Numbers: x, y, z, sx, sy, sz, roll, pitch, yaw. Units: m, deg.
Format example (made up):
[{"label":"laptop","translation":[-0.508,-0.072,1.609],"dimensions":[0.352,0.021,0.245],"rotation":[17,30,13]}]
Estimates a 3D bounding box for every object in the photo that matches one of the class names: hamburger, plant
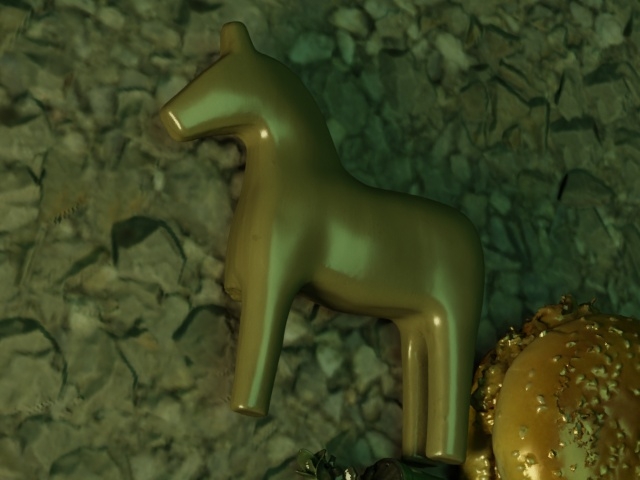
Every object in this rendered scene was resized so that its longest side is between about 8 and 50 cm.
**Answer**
[{"label":"hamburger","translation":[0.179,0.128,0.974],"dimensions":[0.182,0.118,0.191],"rotation":[2,72,-34]},{"label":"plant","translation":[0.030,0.153,0.913],"dimensions":[0.102,0.051,0.051],"rotation":[19,69,-25]}]

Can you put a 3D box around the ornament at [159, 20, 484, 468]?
[{"label":"ornament","translation":[0.000,0.000,0.928],"dimensions":[0.230,0.061,0.245],"rotation":[15,71,-25]}]
